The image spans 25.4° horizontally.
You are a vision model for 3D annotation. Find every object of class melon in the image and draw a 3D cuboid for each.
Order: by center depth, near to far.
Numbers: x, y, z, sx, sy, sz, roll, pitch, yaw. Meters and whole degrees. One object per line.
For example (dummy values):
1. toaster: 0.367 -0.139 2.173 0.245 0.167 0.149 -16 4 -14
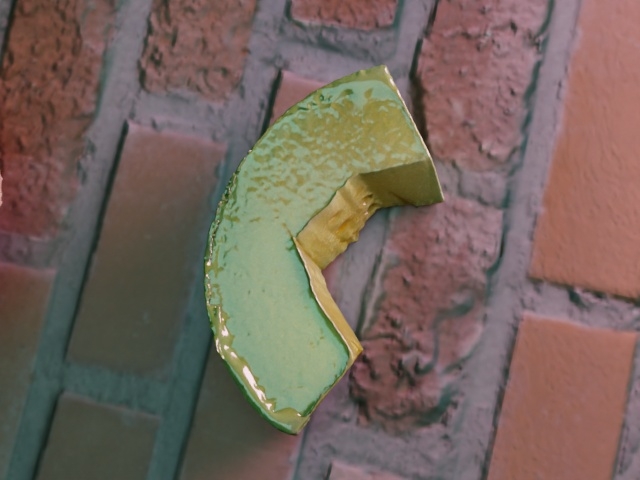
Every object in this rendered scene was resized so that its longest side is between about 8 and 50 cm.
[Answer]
1. melon: 0.000 0.000 0.828 0.118 0.064 0.209 32 82 12

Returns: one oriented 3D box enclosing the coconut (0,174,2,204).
1. coconut: -0.271 -0.033 0.808 0.194 0.194 0.194 -1 80 6
